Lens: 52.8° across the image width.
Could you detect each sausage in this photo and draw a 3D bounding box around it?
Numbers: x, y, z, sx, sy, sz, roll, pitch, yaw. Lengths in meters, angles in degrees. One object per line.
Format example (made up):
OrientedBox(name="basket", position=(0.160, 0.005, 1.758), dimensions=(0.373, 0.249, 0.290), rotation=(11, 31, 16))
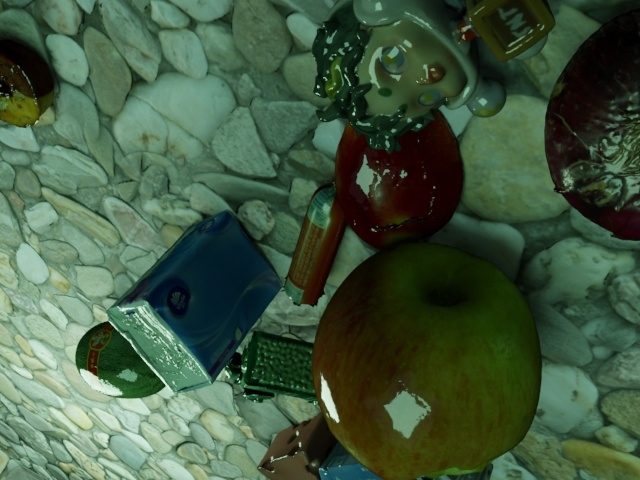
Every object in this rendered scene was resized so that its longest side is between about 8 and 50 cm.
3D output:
OrientedBox(name="sausage", position=(0.000, 0.000, 1.071), dimensions=(0.083, 0.083, 0.264), rotation=(28, 133, 9))

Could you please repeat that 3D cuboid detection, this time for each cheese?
OrientedBox(name="cheese", position=(-0.053, 0.493, 1.463), dimensions=(0.177, 0.128, 0.203), rotation=(-3, 124, 32))

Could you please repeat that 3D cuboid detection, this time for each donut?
OrientedBox(name="donut", position=(-0.572, -0.296, 1.181), dimensions=(0.184, 0.073, 0.166), rotation=(18, 132, 17))

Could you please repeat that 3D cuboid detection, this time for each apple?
OrientedBox(name="apple", position=(0.156, 0.174, 0.938), dimensions=(0.339, 0.340, 0.340), rotation=(16, 132, 19))

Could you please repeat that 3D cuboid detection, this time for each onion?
OrientedBox(name="onion", position=(0.358, -0.122, 0.678), dimensions=(0.246, 0.190, 0.247), rotation=(5, 109, 15))

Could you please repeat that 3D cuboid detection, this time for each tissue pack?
OrientedBox(name="tissue pack", position=(-0.213, 0.106, 1.151), dimensions=(0.146, 0.263, 0.198), rotation=(-20, 113, 40))

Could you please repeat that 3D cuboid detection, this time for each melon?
OrientedBox(name="melon", position=(-0.459, 0.273, 1.497), dimensions=(0.287, 0.182, 0.182), rotation=(-3, 123, 34))

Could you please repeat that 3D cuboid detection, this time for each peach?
OrientedBox(name="peach", position=(0.107, -0.095, 0.913), dimensions=(0.188, 0.068, 0.279), rotation=(-2, 121, 11))

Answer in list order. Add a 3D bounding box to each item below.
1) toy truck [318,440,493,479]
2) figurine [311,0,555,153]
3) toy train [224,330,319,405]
OrientedBox(name="toy truck", position=(0.158, 0.475, 1.310), dimensions=(0.367, 0.146, 0.175), rotation=(-27, 104, 42))
OrientedBox(name="figurine", position=(0.149, -0.242, 0.716), dimensions=(0.381, 0.186, 0.261), rotation=(-27, 119, 36))
OrientedBox(name="toy train", position=(-0.044, 0.258, 1.222), dimensions=(0.269, 0.115, 0.154), rotation=(16, 159, -19))
